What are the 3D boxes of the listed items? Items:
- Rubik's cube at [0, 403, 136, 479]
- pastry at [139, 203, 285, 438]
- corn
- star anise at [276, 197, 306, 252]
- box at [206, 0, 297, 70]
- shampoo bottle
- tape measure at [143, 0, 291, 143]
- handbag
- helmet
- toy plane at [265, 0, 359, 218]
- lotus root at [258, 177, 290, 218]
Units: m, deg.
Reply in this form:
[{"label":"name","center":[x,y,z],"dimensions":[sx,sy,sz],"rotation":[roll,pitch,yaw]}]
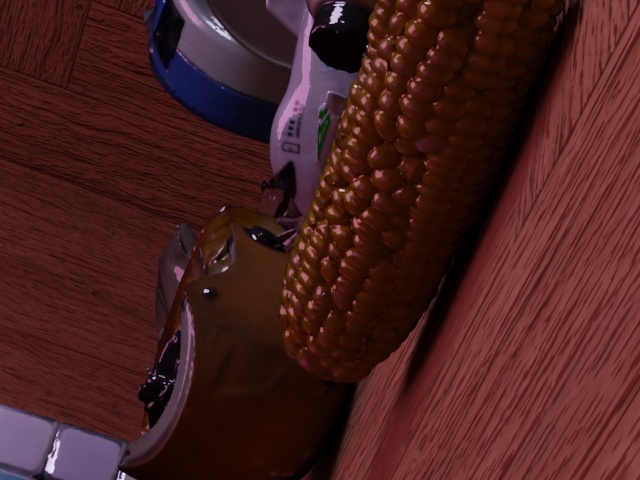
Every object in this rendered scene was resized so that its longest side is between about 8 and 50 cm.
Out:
[{"label":"Rubik's cube","center":[-0.212,0.332,1.528],"dimensions":[0.256,0.259,0.253],"rotation":[114,172,-49]},{"label":"pastry","center":[-0.093,0.118,1.780],"dimensions":[0.329,0.136,0.330],"rotation":[-161,90,-85]},{"label":"corn","center":[0.046,-0.047,0.964],"dimensions":[0.101,0.101,0.292],"rotation":[-78,10,-62]},{"label":"star anise","center":[0.000,-0.001,1.466],"dimensions":[0.262,0.081,0.230],"rotation":[-52,23,38]},{"label":"box","center":[0.008,-0.286,1.680],"dimensions":[0.149,0.226,0.226],"rotation":[-76,7,-53]},{"label":"shampoo bottle","center":[0.046,-0.217,1.172],"dimensions":[0.127,0.078,0.257],"rotation":[-31,32,53]},{"label":"tape measure","center":[-0.051,-0.217,1.896],"dimensions":[0.262,0.259,0.138],"rotation":[-91,19,-59]},{"label":"handbag","center":[-0.136,0.134,2.126],"dimensions":[0.316,0.109,0.253],"rotation":[115,146,-74]},{"label":"helmet","center":[-0.045,0.099,1.280],"dimensions":[0.198,0.130,0.224],"rotation":[-65,-5,16]},{"label":"toy plane","center":[0.002,-0.096,1.302],"dimensions":[0.174,0.080,0.174],"rotation":[178,90,-80]},{"label":"lotus root","center":[-0.050,0.004,2.180],"dimensions":[0.261,0.074,0.170],"rotation":[-110,39,-81]}]
